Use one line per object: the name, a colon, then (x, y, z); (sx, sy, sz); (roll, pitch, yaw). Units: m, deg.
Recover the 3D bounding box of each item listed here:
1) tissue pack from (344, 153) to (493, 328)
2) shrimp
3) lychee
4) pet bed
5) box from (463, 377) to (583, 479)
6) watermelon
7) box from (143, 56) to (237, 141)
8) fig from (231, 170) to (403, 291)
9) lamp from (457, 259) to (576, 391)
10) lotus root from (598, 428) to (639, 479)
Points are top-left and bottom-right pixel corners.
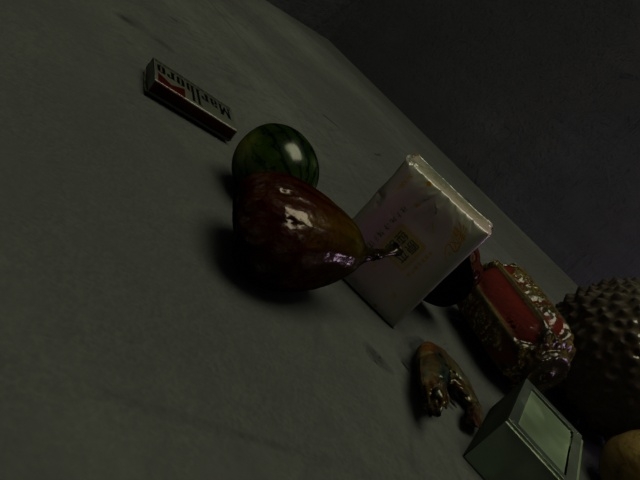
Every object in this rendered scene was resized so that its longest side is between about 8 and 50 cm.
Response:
tissue pack: (0.144, -0.002, 1.065); (0.185, 0.225, 0.124); (44, 19, 6)
shrimp: (0.195, 0.225, 0.942); (0.143, 0.052, 0.251); (46, 19, 4)
lychee: (0.678, 0.255, 1.323); (0.380, 0.380, 0.432); (24, 6, -40)
pet bed: (0.208, 0.035, 1.178); (0.201, 0.201, 0.053); (46, 50, 12)
box: (0.311, 0.306, 0.938); (0.129, 0.086, 0.225); (47, 20, 15)
watermelon: (-0.066, -0.101, 1.021); (0.141, 0.141, 0.187); (15, 44, -52)
box: (-0.240, -0.260, 1.169); (0.177, 0.036, 0.115); (29, 23, -31)
fig: (-0.001, 0.001, 0.884); (0.274, 0.145, 0.170); (13, 32, -27)
lamp: (0.378, 0.162, 1.238); (0.177, 0.177, 0.274); (28, 26, -34)
lotus root: (0.603, 0.467, 1.043); (0.169, 0.151, 0.342); (27, 22, -35)
